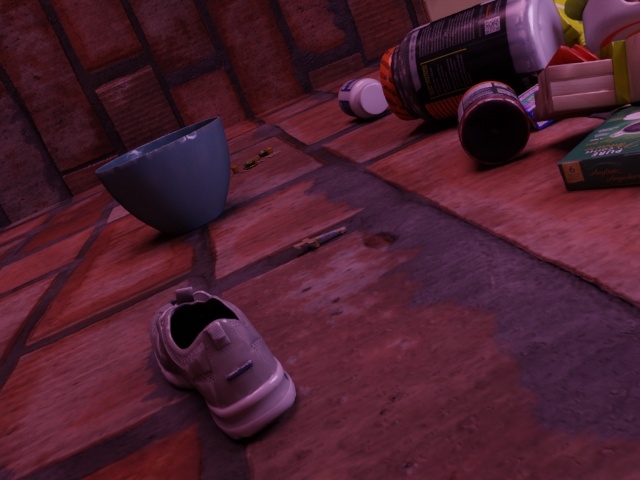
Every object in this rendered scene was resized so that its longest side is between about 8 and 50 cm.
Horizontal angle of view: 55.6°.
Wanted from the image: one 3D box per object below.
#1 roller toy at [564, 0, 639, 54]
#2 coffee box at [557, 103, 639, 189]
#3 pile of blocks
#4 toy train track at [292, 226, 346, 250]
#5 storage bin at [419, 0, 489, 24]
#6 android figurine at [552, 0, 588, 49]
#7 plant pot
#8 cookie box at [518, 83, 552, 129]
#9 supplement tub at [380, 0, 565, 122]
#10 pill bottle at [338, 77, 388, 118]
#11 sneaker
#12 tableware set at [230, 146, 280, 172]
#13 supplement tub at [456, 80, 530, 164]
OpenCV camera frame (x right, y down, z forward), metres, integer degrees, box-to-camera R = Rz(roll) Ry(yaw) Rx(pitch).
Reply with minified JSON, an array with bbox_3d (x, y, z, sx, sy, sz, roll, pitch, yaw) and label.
[{"bbox_3d":[0.568,-0.413,1.074,0.191,0.146,0.209,4,-12,-26],"label":"roller toy"},{"bbox_3d":[0.381,-0.120,0.730,0.184,0.040,0.113,-36,20,-35],"label":"coffee box"},{"bbox_3d":[0.458,-0.241,0.792,0.362,0.113,0.149,-5,3,29],"label":"pile of blocks"},{"bbox_3d":[0.000,0.000,0.901,0.083,0.014,0.048,-21,10,-12],"label":"toy train track"},{"bbox_3d":[0.406,-0.529,1.493,0.260,0.262,0.123,-18,20,15],"label":"storage bin"},{"bbox_3d":[0.544,-0.506,1.322,0.248,0.273,0.056,6,-33,-29],"label":"android figurine"},{"bbox_3d":[-0.316,-0.127,1.343,0.290,0.196,0.290,-21,18,7],"label":"plant pot"},{"bbox_3d":[0.377,-0.234,1.030,0.091,0.040,0.107,-34,17,5],"label":"cookie box"},{"bbox_3d":[0.305,-0.363,1.240,0.338,0.207,0.207,-8,24,38],"label":"supplement tub"},{"bbox_3d":[0.126,-0.403,1.723,0.112,0.112,0.187,-25,19,-7],"label":"pill bottle"},{"bbox_3d":[-0.116,0.090,0.619,0.105,0.115,0.281,-32,20,-24],"label":"sneaker"},{"bbox_3d":[-0.200,-0.241,1.804,0.154,0.024,0.104,-36,22,-33],"label":"tableware set"},{"bbox_3d":[0.273,-0.196,0.973,0.106,0.106,0.198,-17,18,19],"label":"supplement tub"}]
